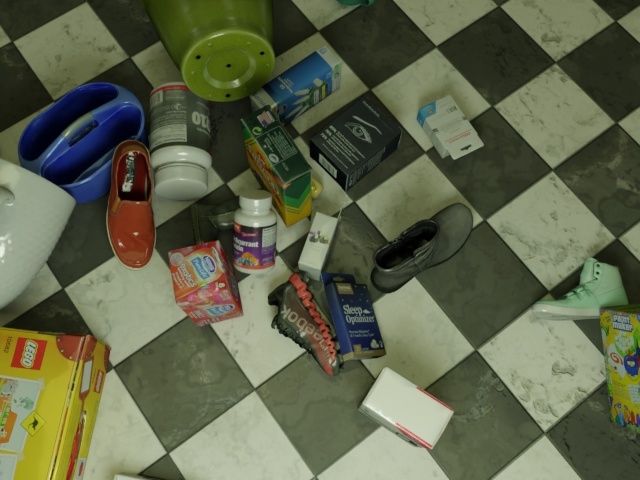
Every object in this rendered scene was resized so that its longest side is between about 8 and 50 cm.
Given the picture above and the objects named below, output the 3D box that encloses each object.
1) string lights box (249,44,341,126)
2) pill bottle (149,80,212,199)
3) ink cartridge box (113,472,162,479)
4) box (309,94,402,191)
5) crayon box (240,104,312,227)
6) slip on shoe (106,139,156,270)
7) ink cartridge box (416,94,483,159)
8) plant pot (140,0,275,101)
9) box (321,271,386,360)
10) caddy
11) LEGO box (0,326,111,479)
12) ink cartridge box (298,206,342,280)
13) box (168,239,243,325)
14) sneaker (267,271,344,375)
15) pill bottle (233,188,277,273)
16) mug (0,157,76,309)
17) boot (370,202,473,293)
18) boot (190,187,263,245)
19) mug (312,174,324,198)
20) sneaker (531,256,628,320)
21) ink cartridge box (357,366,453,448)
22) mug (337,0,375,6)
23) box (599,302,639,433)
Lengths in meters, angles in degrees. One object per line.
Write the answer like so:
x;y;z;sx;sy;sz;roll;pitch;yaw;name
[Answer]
-0.067;-0.411;1.786;0.260;0.133;0.076;-37;74;-12;string lights box
-0.369;-0.261;1.714;0.161;0.161;0.283;-5;71;-3;pill bottle
-0.365;0.618;1.440;0.218;0.092;0.158;10;70;4;ink cartridge box
0.094;-0.262;1.749;0.207;0.108;0.153;-39;75;-14;box
-0.102;-0.163;1.601;0.081;0.318;0.202;-30;73;-10;crayon box
-0.472;-0.084;1.624;0.123;0.101;0.331;-1;101;-20;slip on shoe
0.357;-0.301;1.792;0.104;0.060;0.180;-26;73;-10;ink cartridge box
-0.270;-0.566;1.681;0.367;0.366;0.352;-15;60;-6;plant pot
0.080;0.179;1.588;0.036;0.136;0.225;-31;66;35;box
-0.615;-0.263;1.697;0.241;0.179;0.341;42;73;12;caddy
-0.723;0.447;1.440;0.373;0.193;0.500;7;70;2;LEGO box
0.000;0.000;1.657;0.062;0.104;0.181;18;70;5;ink cartridge box
-0.266;0.107;1.534;0.123;0.257;0.128;-12;71;-3;box
-0.043;0.218;1.584;0.135;0.097;0.276;-25;71;-10;sneaker
-0.163;-0.024;1.611;0.108;0.108;0.193;4;112;1;pill bottle
-0.773;-0.013;1.513;0.276;0.374;0.328;25;75;-16;mug
0.270;-0.002;1.599;0.338;0.222;0.118;-41;75;-14;boot
-0.227;-0.038;1.693;0.209;0.076;0.189;-8;73;-11;boot
-0.029;-0.141;1.728;0.064;0.062;0.078;34;37;2;mug
0.641;0.121;1.628;0.256;0.094;0.151;-1;76;-12;sneaker
0.183;0.380;1.456;0.172;0.237;0.100;32;76;10;ink cartridge box
0.092;-0.757;1.930;0.130;0.097;0.157;-4;71;-3;mug
0.780;0.286;1.434;0.177;0.290;0.279;-6;89;-3;box
